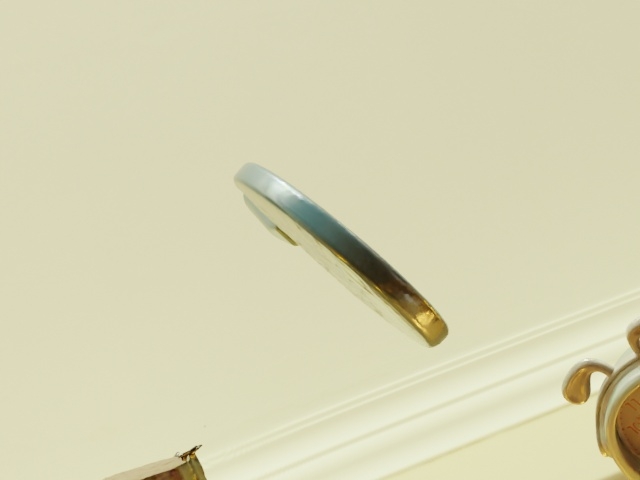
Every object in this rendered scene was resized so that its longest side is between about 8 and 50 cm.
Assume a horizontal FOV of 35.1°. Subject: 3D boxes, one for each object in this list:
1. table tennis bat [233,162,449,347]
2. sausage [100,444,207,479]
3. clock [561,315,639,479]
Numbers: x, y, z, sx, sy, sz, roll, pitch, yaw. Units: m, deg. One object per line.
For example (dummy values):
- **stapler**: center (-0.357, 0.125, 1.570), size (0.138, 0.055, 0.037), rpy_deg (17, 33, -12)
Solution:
- **table tennis bat**: center (0.000, 0.000, 0.885), size (0.215, 0.329, 0.044), rpy_deg (42, -93, -27)
- **sausage**: center (-0.096, 0.323, 0.807), size (0.125, 0.117, 0.317), rpy_deg (-23, -90, -8)
- **clock**: center (0.294, 0.135, 0.801), size (0.191, 0.062, 0.151), rpy_deg (40, -59, -8)
